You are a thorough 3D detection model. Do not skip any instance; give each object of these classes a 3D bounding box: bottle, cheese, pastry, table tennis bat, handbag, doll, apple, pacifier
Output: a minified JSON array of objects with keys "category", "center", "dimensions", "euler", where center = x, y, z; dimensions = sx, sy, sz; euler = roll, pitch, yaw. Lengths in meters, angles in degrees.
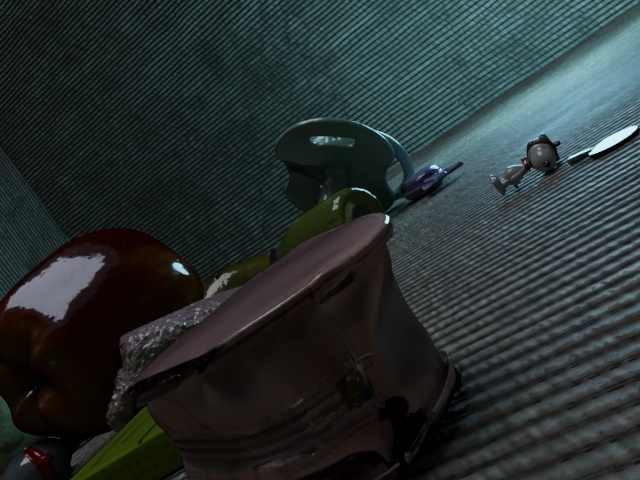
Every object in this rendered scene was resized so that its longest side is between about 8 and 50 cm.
[{"category":"bottle","center":[0.000,0.000,1.290],"dimensions":[0.112,0.112,0.260],"euler":[-38,5,-38]},{"category":"cheese","center":[0.205,-0.115,1.438],"dimensions":[0.105,0.042,0.191],"euler":[-37,5,-9]},{"category":"pastry","center":[-0.170,0.137,0.956],"dimensions":[0.265,0.112,0.103],"euler":[-31,12,-19]},{"category":"table tennis bat","center":[0.291,-0.097,0.767],"dimensions":[0.050,0.007,0.083],"euler":[-39,7,-37]},{"category":"handbag","center":[-0.015,0.082,0.433],"dimensions":[0.179,0.116,0.205],"euler":[-39,6,-36]},{"category":"doll","center":[0.241,-0.086,0.866],"dimensions":[0.085,0.040,0.058],"euler":[-32,15,34]},{"category":"apple","center":[-0.320,0.138,1.094],"dimensions":[0.288,0.288,0.316],"euler":[-31,2,44]},{"category":"pacifier","center":[0.044,-0.093,1.515],"dimensions":[0.288,0.269,0.343],"euler":[1,-29,10]},{"category":"doll","center":[-0.416,0.338,1.076],"dimensions":[0.142,0.076,0.245],"euler":[-40,2,-39]}]

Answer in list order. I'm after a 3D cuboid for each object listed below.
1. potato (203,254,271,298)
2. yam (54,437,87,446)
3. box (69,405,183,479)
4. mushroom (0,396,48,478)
[{"category":"potato","center":[-0.183,0.109,1.574],"dimensions":[0.271,0.111,0.160],"euler":[-37,6,-19]},{"category":"yam","center":[-0.505,0.399,1.314],"dimensions":[0.326,0.045,0.045],"euler":[-37,36,-15]},{"category":"box","center":[-0.098,0.156,0.757],"dimensions":[0.335,0.047,0.187],"euler":[-35,3,22]},{"category":"mushroom","center":[-0.694,0.380,1.505],"dimensions":[0.352,0.352,0.260],"euler":[-34,-39,15]}]
